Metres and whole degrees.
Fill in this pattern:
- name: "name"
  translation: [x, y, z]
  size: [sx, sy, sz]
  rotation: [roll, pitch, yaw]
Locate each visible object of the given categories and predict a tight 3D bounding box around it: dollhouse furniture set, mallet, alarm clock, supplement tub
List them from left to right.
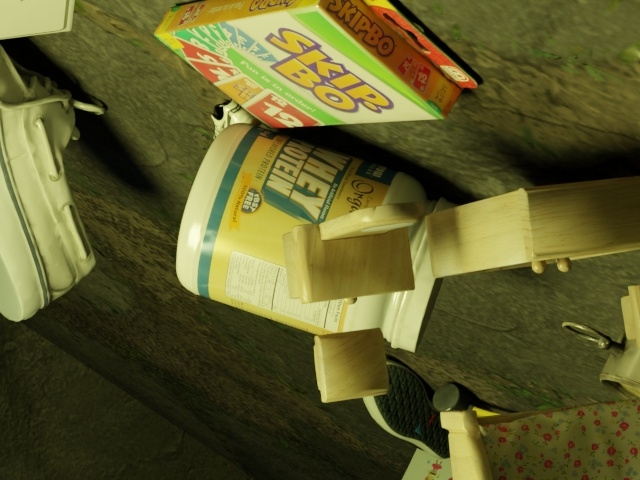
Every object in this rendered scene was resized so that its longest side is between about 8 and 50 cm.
- name: "supplement tub"
  translation: [0.000, 0.000, 1.236]
  size: [0.199, 0.144, 0.144]
  rotation: [18, 163, 7]
- name: "mallet"
  translation: [0.203, 0.192, 1.703]
  size: [0.189, 0.039, 0.062]
  rotation: [5, 154, 50]
- name: "dollhouse furniture set"
  translation: [0.154, 0.146, 1.021]
  size: [0.303, 0.356, 0.174]
  rotation: [-6, 176, -19]
- name: "alarm clock"
  translation: [0.271, 0.104, 1.215]
  size: [0.192, 0.064, 0.129]
  rotation: [27, 173, -14]

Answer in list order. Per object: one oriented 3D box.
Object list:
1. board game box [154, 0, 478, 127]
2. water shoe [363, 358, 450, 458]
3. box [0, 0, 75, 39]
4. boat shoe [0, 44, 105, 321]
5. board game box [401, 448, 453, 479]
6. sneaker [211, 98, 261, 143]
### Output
- name: "board game box"
  translation: [-0.009, -0.128, 1.094]
  size: [0.124, 0.039, 0.259]
  rotation: [38, 160, -27]
- name: "water shoe"
  translation: [0.091, 0.200, 1.853]
  size: [0.080, 0.073, 0.203]
  rotation: [18, 160, 45]
- name: "box"
  translation: [-0.312, -0.188, 1.048]
  size: [0.289, 0.087, 0.169]
  rotation: [-10, 171, -14]
- name: "boat shoe"
  translation: [-0.285, -0.108, 1.493]
  size: [0.136, 0.156, 0.367]
  rotation: [20, 133, 47]
- name: "board game box"
  translation: [0.270, 0.403, 2.080]
  size: [0.224, 0.097, 0.303]
  rotation: [12, 158, 47]
- name: "sneaker"
  translation: [-0.077, -0.100, 1.318]
  size: [0.037, 0.032, 0.083]
  rotation: [46, 156, -8]
